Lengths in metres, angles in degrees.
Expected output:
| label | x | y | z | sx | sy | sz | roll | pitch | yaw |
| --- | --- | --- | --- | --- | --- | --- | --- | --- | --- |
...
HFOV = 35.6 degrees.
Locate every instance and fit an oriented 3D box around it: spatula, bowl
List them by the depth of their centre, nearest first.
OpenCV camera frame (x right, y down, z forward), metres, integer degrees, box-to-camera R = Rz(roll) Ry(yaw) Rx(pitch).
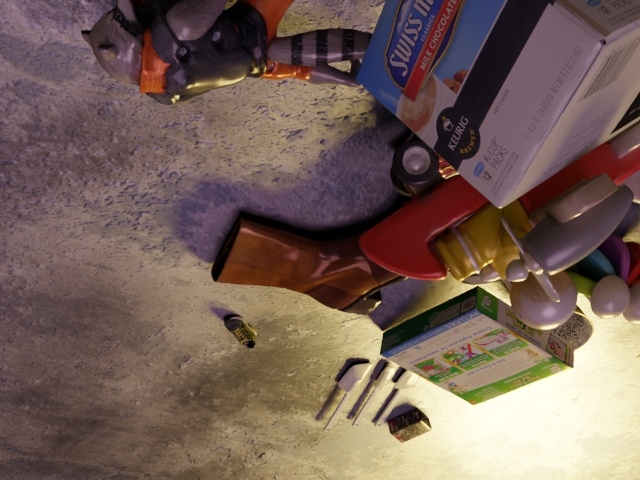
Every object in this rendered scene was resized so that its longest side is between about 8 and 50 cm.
| label | x | y | z | sx | sy | sz | roll | pitch | yaw |
| --- | --- | --- | --- | --- | --- | --- | --- | --- | --- |
| bowl | 0.407 | 0.143 | 1.827 | 0.170 | 0.080 | 0.170 | -3 | 143 | -2 |
| spatula | 0.098 | 0.314 | 2.005 | 0.168 | 0.019 | 0.242 | -2 | 142 | -25 |

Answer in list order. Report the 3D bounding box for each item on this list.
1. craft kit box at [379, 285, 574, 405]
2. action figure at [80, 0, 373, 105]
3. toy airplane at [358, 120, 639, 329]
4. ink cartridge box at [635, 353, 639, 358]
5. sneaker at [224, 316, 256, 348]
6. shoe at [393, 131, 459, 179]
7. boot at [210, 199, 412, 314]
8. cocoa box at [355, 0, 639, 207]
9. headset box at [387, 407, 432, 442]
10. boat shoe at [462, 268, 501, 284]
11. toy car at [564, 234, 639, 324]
| label | x | y | z | sx | sy | sz | roll | pitch | yaw |
| --- | --- | --- | --- | --- | --- | --- | --- | --- | --- |
| craft kit box | 0.279 | 0.197 | 1.791 | 0.246 | 0.061 | 0.250 | 33 | 139 | -24 |
| action figure | -0.096 | -0.258 | 1.098 | 0.330 | 0.179 | 0.341 | -15 | 147 | -15 |
| toy airplane | 0.294 | -0.024 | 1.303 | 0.386 | 0.273 | 0.384 | -8 | 174 | -43 |
| ink cartridge box | 0.762 | 0.168 | 1.924 | 0.188 | 0.097 | 0.255 | -13 | 148 | -38 |
| sneaker | -0.134 | 0.159 | 1.715 | 0.031 | 0.035 | 0.083 | -31 | 139 | 19 |
| shoe | 0.192 | -0.136 | 1.427 | 0.178 | 0.064 | 0.081 | -28 | 145 | 24 |
| boot | 0.000 | 0.000 | 1.546 | 0.280 | 0.096 | 0.264 | 16 | 141 | -23 |
| cocoa box | 0.253 | -0.239 | 1.076 | 0.347 | 0.228 | 0.231 | -29 | 155 | -38 |
| headset box | 0.186 | 0.395 | 2.118 | 0.083 | 0.032 | 0.062 | -27 | 140 | 17 |
| boat shoe | 0.330 | 0.015 | 1.649 | 0.223 | 0.080 | 0.073 | -14 | 148 | 7 |
| toy car | 0.503 | 0.059 | 1.729 | 0.181 | 0.159 | 0.136 | 11 | 101 | -29 |
